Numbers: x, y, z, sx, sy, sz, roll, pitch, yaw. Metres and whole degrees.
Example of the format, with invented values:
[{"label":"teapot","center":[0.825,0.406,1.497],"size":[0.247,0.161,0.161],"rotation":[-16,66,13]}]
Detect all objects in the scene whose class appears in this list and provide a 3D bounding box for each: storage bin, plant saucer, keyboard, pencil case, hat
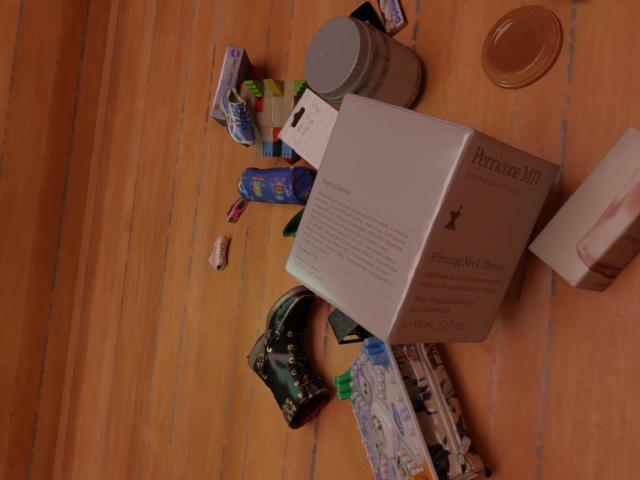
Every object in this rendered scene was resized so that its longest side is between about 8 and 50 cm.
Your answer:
[{"label":"storage bin","center":[0.118,0.197,1.503],"size":[0.180,0.122,0.084],"rotation":[-49,53,39]},{"label":"plant saucer","center":[0.469,-0.463,1.331],"size":[0.200,0.037,0.199],"rotation":[-9,77,44]},{"label":"keyboard","center":[0.139,-0.632,1.688],"size":[0.100,0.038,0.191],"rotation":[-31,54,20]},{"label":"pencil case","center":[-0.143,-0.184,1.830],"size":[0.306,0.119,0.133],"rotation":[7,123,45]},{"label":"hat","center":[0.000,0.000,1.733],"size":[0.173,0.183,0.208],"rotation":[-15,30,49]},{"label":"pencil case","center":[0.251,0.376,1.327],"size":[0.183,0.160,0.410],"rotation":[-53,48,51]}]

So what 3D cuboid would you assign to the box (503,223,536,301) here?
[{"label":"box","center":[0.395,-0.027,1.262],"size":[0.121,0.148,0.310],"rotation":[15,96,45]}]

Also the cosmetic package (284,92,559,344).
[{"label":"cosmetic package","center":[0.193,-0.040,1.130],"size":[0.327,0.330,0.393],"rotation":[31,107,45]}]

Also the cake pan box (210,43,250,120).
[{"label":"cake pan box","center":[-0.313,-0.545,1.995],"size":[0.246,0.070,0.266],"rotation":[-114,39,-83]}]

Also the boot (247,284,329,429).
[{"label":"boot","center":[-0.067,0.348,1.666],"size":[0.284,0.138,0.377],"rotation":[53,124,37]}]

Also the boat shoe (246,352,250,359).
[{"label":"boat shoe","center":[-0.212,0.383,1.876],"size":[0.100,0.035,0.035],"rotation":[-23,68,41]}]

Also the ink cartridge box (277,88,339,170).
[{"label":"ink cartridge box","center":[0.005,-0.321,1.693],"size":[0.225,0.056,0.181],"rotation":[41,110,16]}]

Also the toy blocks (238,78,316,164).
[{"label":"toy blocks","center":[-0.153,-0.389,1.859],"size":[0.382,0.191,0.260],"rotation":[13,104,45]}]

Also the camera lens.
[{"label":"camera lens","center":[0.121,-0.453,1.505],"size":[0.220,0.274,0.219],"rotation":[-8,79,44]}]

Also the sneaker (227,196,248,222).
[{"label":"sneaker","center":[-0.309,-0.122,2.049],"size":[0.119,0.047,0.057],"rotation":[-50,41,26]}]

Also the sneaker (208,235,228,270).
[{"label":"sneaker","center":[-0.366,0.051,2.070],"size":[0.070,0.051,0.134],"rotation":[46,119,37]}]

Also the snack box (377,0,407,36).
[{"label":"snack box","center":[0.203,-0.687,1.637],"size":[0.064,0.022,0.178],"rotation":[-30,64,39]}]

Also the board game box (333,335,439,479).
[{"label":"board game box","center":[0.143,0.464,1.365],"size":[0.390,0.051,0.389],"rotation":[112,143,-59]}]

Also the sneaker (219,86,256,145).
[{"label":"sneaker","center":[-0.267,-0.400,1.809],"size":[0.211,0.080,0.081],"rotation":[61,148,14]}]

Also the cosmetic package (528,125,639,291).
[{"label":"cosmetic package","center":[0.572,-0.052,1.086],"size":[0.129,0.153,0.296],"rotation":[52,120,37]}]
